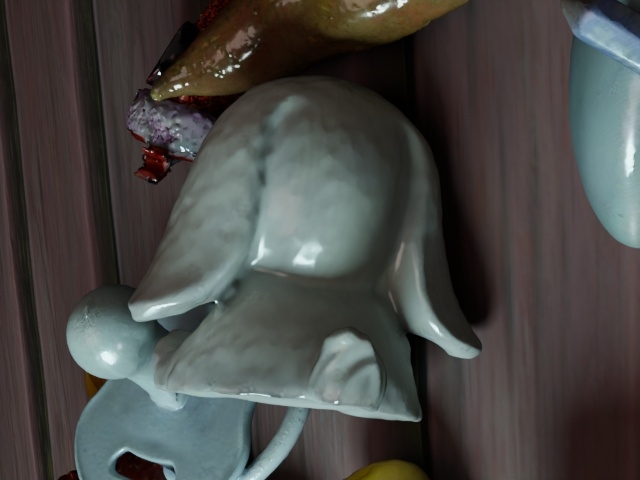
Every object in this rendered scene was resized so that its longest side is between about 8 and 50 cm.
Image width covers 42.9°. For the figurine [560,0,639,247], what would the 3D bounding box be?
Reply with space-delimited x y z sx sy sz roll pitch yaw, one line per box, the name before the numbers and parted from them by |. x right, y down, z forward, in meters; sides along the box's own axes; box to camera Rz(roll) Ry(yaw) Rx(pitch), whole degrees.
figurine | 0.303 -0.107 0.357 0.381 0.224 0.205 -11 66 23

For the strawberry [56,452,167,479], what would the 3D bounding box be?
strawberry | -0.219 0.323 0.881 0.258 0.261 0.261 50 129 31

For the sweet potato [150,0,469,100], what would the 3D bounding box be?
sweet potato | 0.012 -0.194 0.651 0.354 0.106 0.095 -15 118 33

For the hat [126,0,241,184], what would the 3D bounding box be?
hat | -0.108 -0.170 0.777 0.128 0.140 0.227 27 104 23

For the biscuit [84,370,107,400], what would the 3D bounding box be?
biscuit | -0.268 0.161 1.043 0.170 0.050 0.170 9 103 45

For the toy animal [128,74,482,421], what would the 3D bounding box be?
toy animal | 0.000 0.000 0.639 0.206 0.271 0.265 148 132 -72

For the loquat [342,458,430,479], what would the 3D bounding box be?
loquat | 0.057 0.253 0.685 0.137 0.113 0.137 39 145 34

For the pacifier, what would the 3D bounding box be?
pacifier | -0.141 0.118 0.757 0.238 0.226 0.287 10 68 33
